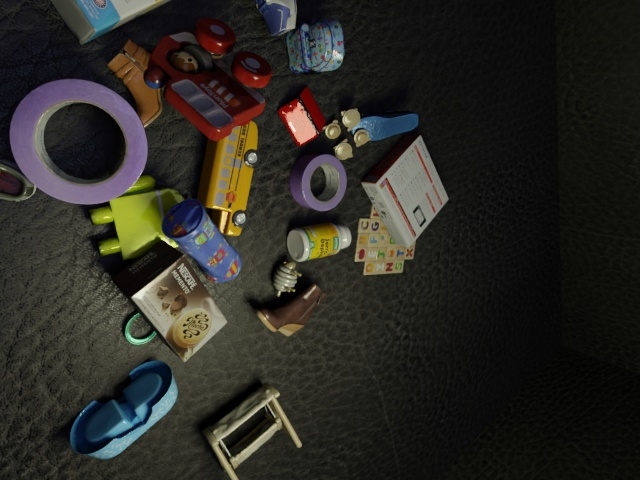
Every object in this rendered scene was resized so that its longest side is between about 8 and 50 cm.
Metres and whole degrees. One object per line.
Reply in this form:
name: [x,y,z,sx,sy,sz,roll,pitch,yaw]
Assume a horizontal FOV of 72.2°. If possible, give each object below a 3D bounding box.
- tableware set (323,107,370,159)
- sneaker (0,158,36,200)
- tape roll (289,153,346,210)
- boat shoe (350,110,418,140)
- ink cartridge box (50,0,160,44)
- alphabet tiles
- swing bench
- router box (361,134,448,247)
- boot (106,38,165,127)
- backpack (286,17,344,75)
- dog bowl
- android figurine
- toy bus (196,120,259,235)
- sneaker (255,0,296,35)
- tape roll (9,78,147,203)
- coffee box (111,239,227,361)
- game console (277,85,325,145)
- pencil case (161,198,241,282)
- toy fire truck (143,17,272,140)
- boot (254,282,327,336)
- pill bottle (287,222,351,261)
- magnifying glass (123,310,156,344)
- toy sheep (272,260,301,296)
tableware set: [0.092,-0.368,1.528,0.141,0.020,0.169,-30,124,4]
sneaker: [-0.745,-0.156,0.917,0.271,0.108,0.100,20,90,-38]
tape roll: [-0.007,-0.198,1.489,0.189,0.080,0.189,-11,109,-35]
boat shoe: [0.225,-0.419,1.601,0.258,0.089,0.109,-6,121,-13]
ink cartridge box: [-0.457,-0.599,0.968,0.270,0.197,0.198,-41,122,-23]
alphabet tiles: [0.276,-0.002,1.799,0.342,0.011,0.285,0,101,-37]
swing bench: [-0.237,0.645,1.474,0.253,0.165,0.255,-31,113,-27]
router box: [0.347,-0.194,1.750,0.301,0.082,0.335,-47,123,-21]
boot: [-0.465,-0.385,1.100,0.152,0.073,0.197,38,66,-38]
backpack: [-0.010,-0.588,1.330,0.116,0.173,0.158,-16,111,-34]
dog bowl: [-0.528,0.469,1.210,0.297,0.166,0.074,-39,134,-24]
android figurine: [-0.467,-0.051,1.188,0.272,0.056,0.248,-19,112,-32]
toy bus: [-0.269,-0.187,1.271,0.130,0.108,0.333,8,96,-38]
sneaker: [-0.187,-0.727,1.205,0.182,0.127,0.316,-17,105,-29]
tape roll: [-0.547,-0.226,1.017,0.274,0.090,0.275,-6,106,-20]
coffee box: [-0.404,0.170,1.209,0.168,0.118,0.297,-43,136,-26]
game console: [-0.059,-0.407,1.440,0.124,0.085,0.144,-29,122,7]
pencil case: [-0.320,0.009,1.207,0.119,0.133,0.306,-44,153,-14]
toy fire truck: [-0.286,-0.395,1.083,0.302,0.169,0.254,42,45,2]
boot: [-0.096,0.216,1.487,0.207,0.090,0.248,-47,147,-2]
pill bottle: [0.000,0.000,1.519,0.208,0.117,0.118,-10,107,-36]
magnifying glass: [-0.474,0.193,1.263,0.092,0.026,0.231,41,75,-36]
toy sheep: [-0.119,0.129,1.481,0.091,0.091,0.132,21,94,-39]
